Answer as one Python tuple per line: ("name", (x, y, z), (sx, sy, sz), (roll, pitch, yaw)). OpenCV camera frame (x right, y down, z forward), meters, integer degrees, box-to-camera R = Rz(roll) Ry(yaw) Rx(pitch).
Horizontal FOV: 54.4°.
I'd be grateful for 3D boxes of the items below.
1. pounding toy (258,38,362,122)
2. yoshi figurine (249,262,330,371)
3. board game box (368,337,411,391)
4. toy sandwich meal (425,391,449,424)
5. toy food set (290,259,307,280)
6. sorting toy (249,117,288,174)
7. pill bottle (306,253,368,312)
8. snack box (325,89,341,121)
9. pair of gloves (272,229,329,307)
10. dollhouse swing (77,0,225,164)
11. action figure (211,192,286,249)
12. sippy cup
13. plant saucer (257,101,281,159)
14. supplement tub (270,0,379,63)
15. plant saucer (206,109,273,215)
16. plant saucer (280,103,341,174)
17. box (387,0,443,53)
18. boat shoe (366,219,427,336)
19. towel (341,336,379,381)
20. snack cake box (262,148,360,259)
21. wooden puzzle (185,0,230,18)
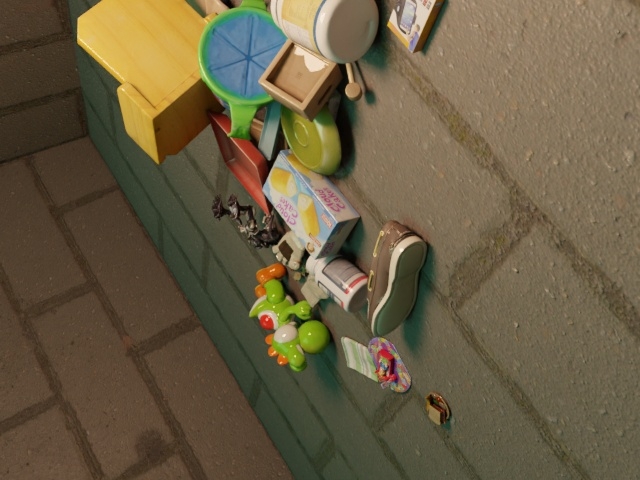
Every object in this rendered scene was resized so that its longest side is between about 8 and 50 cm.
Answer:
("pounding toy", (0.006, -0.354, 1.365), (0.206, 0.181, 0.094), (35, 180, 14))
("yoshi figurine", (-0.084, 0.254, 2.054), (0.203, 0.204, 0.362), (-41, 54, 22))
("board game box", (0.180, 0.353, 1.729), (0.168, 0.033, 0.133), (62, 148, 4))
("toy sandwich meal", (0.298, 0.432, 1.600), (0.085, 0.029, 0.085), (42, 146, 38))
("toy food set", (-0.068, 0.084, 1.982), (0.078, 0.019, 0.122), (64, 154, 1))
("sorting toy", (-0.174, -0.263, 1.844), (0.307, 0.041, 0.229), (32, 140, 45))
("pill bottle", (0.049, 0.100, 1.665), (0.180, 0.108, 0.108), (40, 145, 31))
("snack box", (-0.002, -0.320, 1.487), (0.100, 0.037, 0.141), (51, 152, 24))
("pair of gloves", (-0.046, 0.078, 1.880), (0.240, 0.042, 0.204), (59, 145, 7))
("dollhouse swing", (-0.441, -0.467, 1.687), (0.305, 0.347, 0.315), (36, 155, 7))
("action figure", (-0.201, -0.063, 1.964), (0.164, 0.141, 0.276), (-12, 146, 38))
("sippy cup", (-0.183, -0.418, 1.531), (0.240, 0.305, 0.224), (41, 171, -6))
("plant saucer", (-0.127, -0.315, 1.670), (0.067, 0.018, 0.192), (37, 119, 43))
("supplement tub", (0.005, -0.449, 1.241), (0.200, 0.144, 0.144), (41, 145, 41))
("plant saucer", (-0.218, -0.229, 1.797), (0.258, 0.048, 0.259), (49, 165, 25))
("plant saucer", (-0.034, -0.264, 1.514), (0.241, 0.037, 0.241), (46, 152, 34))
("box", (0.170, -0.411, 1.102), (0.081, 0.028, 0.136), (55, 154, 20))
("boat shoe", (0.162, 0.096, 1.468), (0.096, 0.117, 0.324), (50, 147, 37))
("towel", (0.119, 0.358, 1.873), (0.152, 0.023, 0.113), (16, 127, 57))
("snack cake box", (-0.030, -0.099, 1.636), (0.264, 0.089, 0.152), (52, 134, 23))
("wooden puzzle", (-0.370, -0.706, 1.797), (0.347, 0.080, 0.322), (57, 154, 5))
